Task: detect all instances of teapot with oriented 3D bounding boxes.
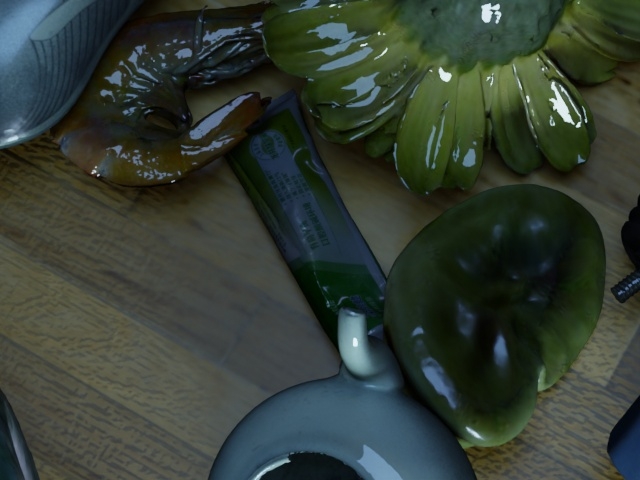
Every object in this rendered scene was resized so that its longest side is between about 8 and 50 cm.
[{"bbox_3d":[0.011,0.189,1.249,0.193,0.129,0.294,12,92,20],"label":"teapot"}]

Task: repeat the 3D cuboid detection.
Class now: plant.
[{"bbox_3d":[0.096,-0.203,1.336,0.306,0.297,0.261,-37,61,-5],"label":"plant"}]

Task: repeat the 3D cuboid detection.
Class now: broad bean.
[{"bbox_3d":[0.121,0.051,1.333,0.153,0.072,0.207,35,62,-14],"label":"broad bean"}]

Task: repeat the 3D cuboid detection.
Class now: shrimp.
[{"bbox_3d":[-0.088,-0.123,1.413,0.248,0.068,0.150,-25,63,-2],"label":"shrimp"}]

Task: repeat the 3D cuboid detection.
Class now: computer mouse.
[{"bbox_3d":[-0.199,-0.220,1.429,0.167,0.090,0.379,24,66,33],"label":"computer mouse"}]

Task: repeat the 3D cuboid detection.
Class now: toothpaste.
[{"bbox_3d":[0.000,0.000,1.383,0.078,0.047,0.248,-26,69,-8],"label":"toothpaste"}]

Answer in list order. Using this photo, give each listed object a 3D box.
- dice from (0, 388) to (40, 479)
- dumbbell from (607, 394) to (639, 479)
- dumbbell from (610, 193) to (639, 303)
[{"bbox_3d":[-0.307,0.274,1.132,0.328,0.330,0.348,-17,63,-8],"label":"dice"},{"bbox_3d":[0.345,0.203,1.238,0.144,0.160,0.325,-47,72,21],"label":"dumbbell"},{"bbox_3d":[0.293,-0.021,1.343,0.208,0.099,0.099,-36,73,-8],"label":"dumbbell"}]
